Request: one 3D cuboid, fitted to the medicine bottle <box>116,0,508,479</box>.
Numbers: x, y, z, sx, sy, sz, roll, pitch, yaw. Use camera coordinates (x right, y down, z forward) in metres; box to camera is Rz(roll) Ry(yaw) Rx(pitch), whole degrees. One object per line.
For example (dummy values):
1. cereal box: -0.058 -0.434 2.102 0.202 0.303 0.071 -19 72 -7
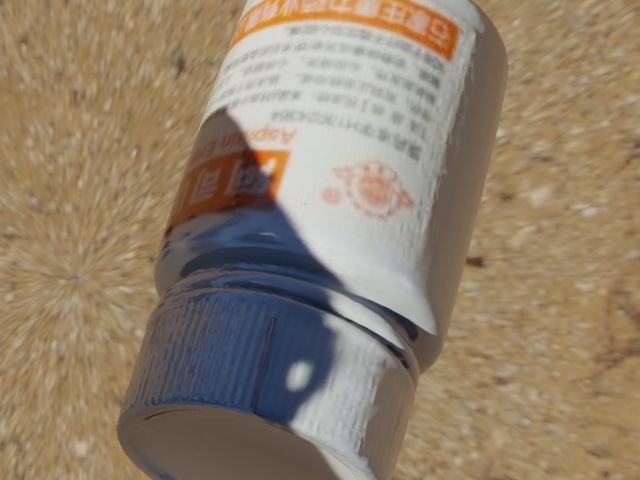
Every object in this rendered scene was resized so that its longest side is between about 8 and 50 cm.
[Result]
1. medicine bottle: 0.000 0.000 0.928 0.144 0.144 0.252 17 60 -6
